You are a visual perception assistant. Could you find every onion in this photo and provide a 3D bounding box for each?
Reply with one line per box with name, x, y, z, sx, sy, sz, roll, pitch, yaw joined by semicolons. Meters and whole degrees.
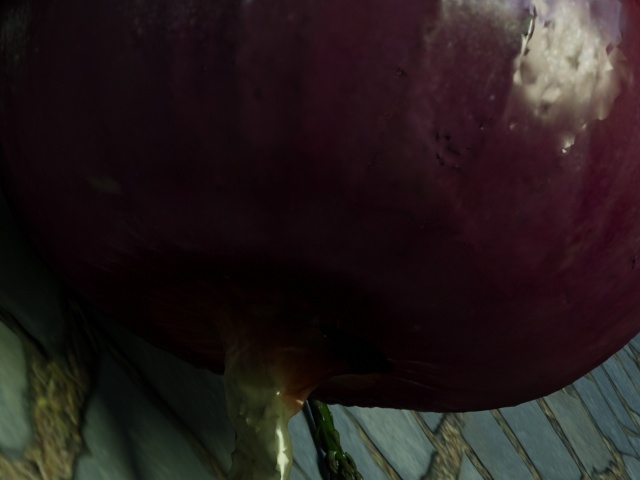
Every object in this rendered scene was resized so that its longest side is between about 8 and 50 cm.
onion;0.008;-0.039;0.813;0.358;0.358;0.345;47;31;-29

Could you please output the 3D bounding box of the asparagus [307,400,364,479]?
asparagus;-0.006;0.089;1.087;0.233;0.022;0.023;-112;-155;-46
